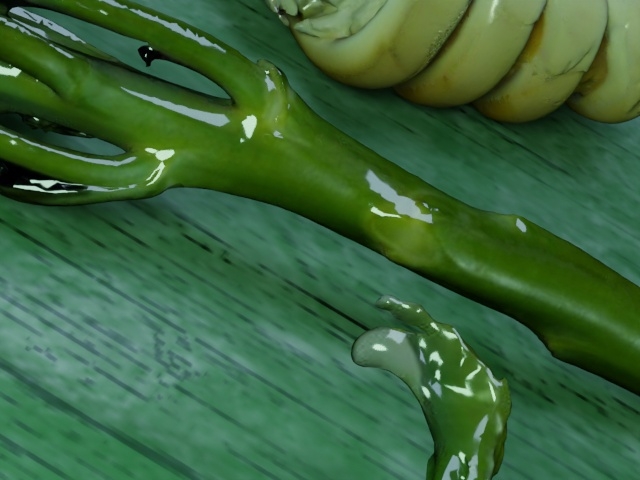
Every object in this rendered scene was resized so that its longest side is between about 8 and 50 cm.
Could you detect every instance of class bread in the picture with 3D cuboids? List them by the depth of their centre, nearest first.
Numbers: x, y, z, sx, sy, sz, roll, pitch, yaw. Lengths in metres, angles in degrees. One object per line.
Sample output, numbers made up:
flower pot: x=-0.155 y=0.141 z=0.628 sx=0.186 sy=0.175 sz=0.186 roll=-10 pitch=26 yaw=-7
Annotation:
bread: x=0.057 y=-0.096 z=0.698 sx=0.177 sy=0.084 sz=0.119 roll=10 pitch=37 yaw=-30

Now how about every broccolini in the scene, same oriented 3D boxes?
broccolini: x=0.002 y=-0.005 z=0.565 sx=0.392 sy=0.079 sz=0.074 roll=27 pitch=19 yaw=-18

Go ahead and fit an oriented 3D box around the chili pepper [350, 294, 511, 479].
chili pepper: x=-0.079 y=0.082 z=0.318 sx=0.359 sy=0.076 sz=0.085 roll=-11 pitch=67 yaw=-53
